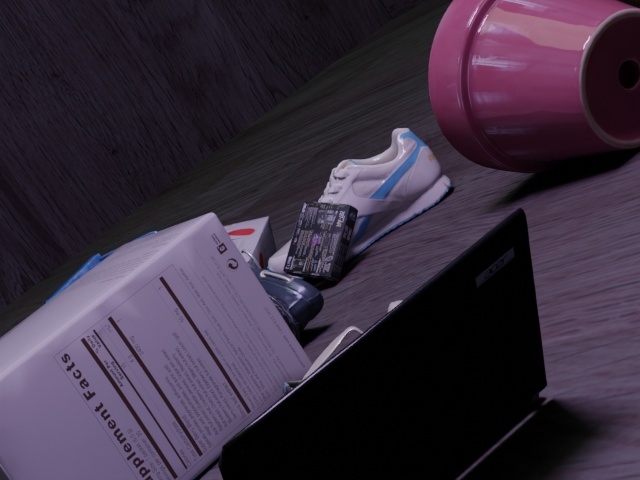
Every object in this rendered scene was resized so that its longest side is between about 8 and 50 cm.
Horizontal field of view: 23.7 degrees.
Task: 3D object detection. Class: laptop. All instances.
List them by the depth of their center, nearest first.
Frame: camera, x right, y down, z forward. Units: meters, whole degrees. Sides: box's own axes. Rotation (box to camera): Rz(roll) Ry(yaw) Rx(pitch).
[{"bbox_3d":[0.011,0.111,0.952,0.234,0.136,0.264,-37,11,-23],"label":"laptop"}]

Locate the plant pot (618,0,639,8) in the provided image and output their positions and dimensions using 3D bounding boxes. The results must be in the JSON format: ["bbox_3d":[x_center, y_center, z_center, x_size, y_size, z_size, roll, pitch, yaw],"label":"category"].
[{"bbox_3d":[0.376,-0.376,1.932,0.263,0.263,0.229,-38,-6,-28],"label":"plant pot"}]

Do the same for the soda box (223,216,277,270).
[{"bbox_3d":[-0.098,0.034,1.797,0.074,0.069,0.216,-11,13,7],"label":"soda box"}]

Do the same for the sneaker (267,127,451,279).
[{"bbox_3d":[0.031,-0.036,1.722,0.229,0.092,0.087,-35,12,-2],"label":"sneaker"}]

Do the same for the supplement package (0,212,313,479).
[{"bbox_3d":[-0.187,0.136,1.326,0.293,0.175,0.177,-40,13,-34],"label":"supplement package"}]

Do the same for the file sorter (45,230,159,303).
[{"bbox_3d":[-0.223,0.073,1.786,0.104,0.118,0.170,-27,11,17],"label":"file sorter"}]

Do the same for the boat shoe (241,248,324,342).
[{"bbox_3d":[-0.074,0.062,1.566,0.079,0.095,0.254,-38,12,-18],"label":"boat shoe"}]

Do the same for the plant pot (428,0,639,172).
[{"bbox_3d":[0.232,-0.158,1.452,0.201,0.201,0.180,-37,26,-22],"label":"plant pot"}]

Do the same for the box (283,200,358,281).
[{"bbox_3d":[0.000,0.000,1.654,0.067,0.018,0.083,5,74,38],"label":"box"}]

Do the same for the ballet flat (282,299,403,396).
[{"bbox_3d":[0.053,0.084,1.160,0.188,0.070,0.070,-33,10,-4],"label":"ballet flat"}]
